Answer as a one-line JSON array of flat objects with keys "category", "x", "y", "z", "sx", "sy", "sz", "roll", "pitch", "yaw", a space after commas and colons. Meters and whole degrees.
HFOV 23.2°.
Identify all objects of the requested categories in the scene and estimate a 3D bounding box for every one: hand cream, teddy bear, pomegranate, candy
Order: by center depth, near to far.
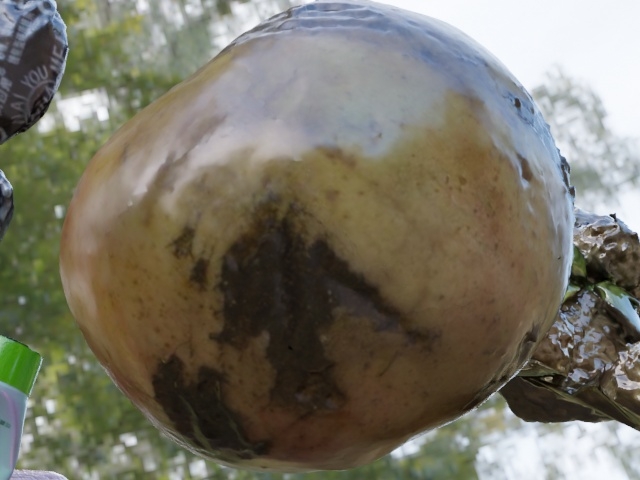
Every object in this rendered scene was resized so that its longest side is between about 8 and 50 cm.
[{"category": "candy", "x": -0.182, "y": -0.088, "z": 0.846, "sx": 0.094, "sy": 0.226, "sz": 0.051, "roll": 17, "pitch": -22, "yaw": 12}, {"category": "pomegranate", "x": 0.000, "y": 0.000, "z": 0.985, "sx": 0.322, "sy": 0.322, "sz": 0.322, "roll": -12, "pitch": -32, "yaw": -8}, {"category": "hand cream", "x": -0.309, "y": 0.210, "z": 1.280, "sx": 0.079, "sy": 0.275, "sz": 0.050, "roll": 15, "pitch": -21, "yaw": 19}, {"category": "teddy bear", "x": 0.255, "y": 0.062, "z": 1.422, "sx": 0.246, "sy": 0.222, "sz": 0.296, "roll": 23, "pitch": -13, "yaw": 1}]

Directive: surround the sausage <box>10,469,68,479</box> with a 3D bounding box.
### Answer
[{"category": "sausage", "x": -0.332, "y": 0.283, "z": 1.711, "sx": 0.062, "sy": 0.062, "sz": 0.154, "roll": -34, "pitch": -26, "yaw": 25}]
